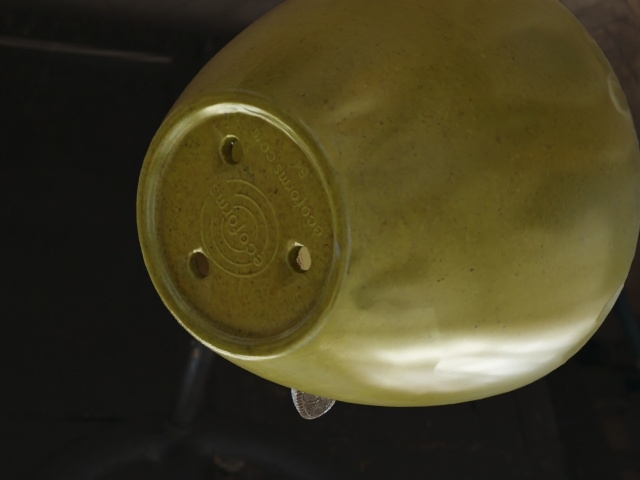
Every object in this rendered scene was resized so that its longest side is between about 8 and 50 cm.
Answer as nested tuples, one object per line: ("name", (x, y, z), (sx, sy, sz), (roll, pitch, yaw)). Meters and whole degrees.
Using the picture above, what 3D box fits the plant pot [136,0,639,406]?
("plant pot", (0.006, -0.011, 0.373), (0.134, 0.134, 0.095), (-41, 164, 34))

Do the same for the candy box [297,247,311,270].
("candy box", (0.000, 0.000, 1.163), (0.053, 0.187, 0.109), (-7, 115, 8))

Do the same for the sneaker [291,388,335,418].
("sneaker", (-0.019, 0.069, 0.973), (0.042, 0.067, 0.118), (-24, 131, -25))
